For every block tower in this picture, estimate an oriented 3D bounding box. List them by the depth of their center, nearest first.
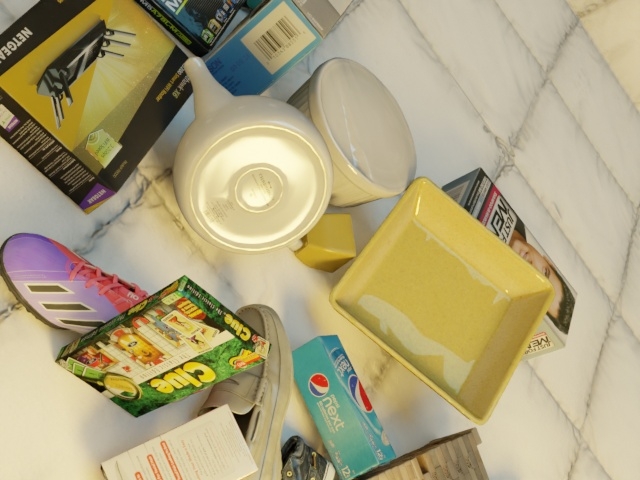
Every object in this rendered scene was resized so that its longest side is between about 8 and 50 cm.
[{"bbox_3d":[0.146,0.392,1.366,0.335,0.091,0.097,-9,76,-49],"label":"block tower"}]

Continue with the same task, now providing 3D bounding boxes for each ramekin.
[{"bbox_3d":[0.043,-0.183,1.547,0.273,0.127,0.272,30,48,-39],"label":"ramekin"}]

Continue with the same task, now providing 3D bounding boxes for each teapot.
[{"bbox_3d":[-0.106,-0.111,1.292,0.253,0.256,0.187,11,25,-21],"label":"teapot"}]

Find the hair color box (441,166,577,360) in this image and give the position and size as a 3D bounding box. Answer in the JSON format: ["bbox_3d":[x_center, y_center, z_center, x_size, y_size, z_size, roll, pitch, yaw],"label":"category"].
[{"bbox_3d":[0.383,0.052,1.804,0.374,0.114,0.185,50,40,-16],"label":"hair color box"}]

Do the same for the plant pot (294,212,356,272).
[{"bbox_3d":[0.000,0.000,1.445,0.083,0.081,0.081,8,62,-30],"label":"plant pot"}]

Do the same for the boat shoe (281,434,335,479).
[{"bbox_3d":[-0.041,0.365,1.203,0.083,0.065,0.183,46,34,-18],"label":"boat shoe"}]

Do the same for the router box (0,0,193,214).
[{"bbox_3d":[-0.328,-0.226,1.212,0.243,0.081,0.308,45,42,-21],"label":"router box"}]

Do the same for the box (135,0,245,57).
[{"bbox_3d":[-0.220,-0.438,1.446,0.184,0.045,0.190,42,60,-26],"label":"box"}]

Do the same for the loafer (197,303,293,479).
[{"bbox_3d":[-0.108,0.228,1.167,0.111,0.112,0.319,32,48,-43],"label":"loafer"}]

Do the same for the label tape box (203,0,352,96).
[{"bbox_3d":[-0.051,-0.388,1.482,0.106,0.241,0.333,46,39,-15],"label":"label tape box"}]

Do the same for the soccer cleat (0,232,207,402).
[{"bbox_3d":[-0.255,0.087,1.082,0.318,0.116,0.108,43,43,-22],"label":"soccer cleat"}]

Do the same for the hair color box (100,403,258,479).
[{"bbox_3d":[-0.173,0.279,1.046,0.167,0.053,0.093,-22,76,-22],"label":"hair color box"}]

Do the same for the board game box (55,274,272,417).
[{"bbox_3d":[-0.191,0.134,1.012,0.136,0.260,0.030,39,43,-25],"label":"board game box"}]

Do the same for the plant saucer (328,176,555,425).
[{"bbox_3d":[0.208,0.105,1.491,0.333,0.081,0.333,39,57,-1],"label":"plant saucer"}]

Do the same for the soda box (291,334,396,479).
[{"bbox_3d":[0.030,0.252,1.300,0.067,0.071,0.210,6,54,-61],"label":"soda box"}]

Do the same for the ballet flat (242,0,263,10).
[{"bbox_3d":[-0.145,-0.460,1.583,0.168,0.057,0.052,24,22,-41],"label":"ballet flat"}]
